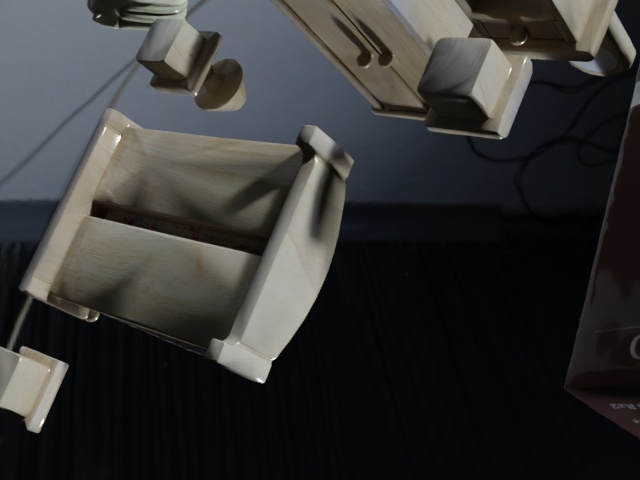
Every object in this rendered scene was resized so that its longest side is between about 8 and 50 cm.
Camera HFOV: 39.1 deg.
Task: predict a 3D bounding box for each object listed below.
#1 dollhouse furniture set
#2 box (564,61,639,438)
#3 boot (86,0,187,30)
[{"bbox_3d":[0.000,0.000,0.566,0.303,0.356,0.174,13,165,41],"label":"dollhouse furniture set"},{"bbox_3d":[0.300,-0.058,0.558,0.143,0.381,0.191,31,154,-26],"label":"box"},{"bbox_3d":[-0.216,-0.293,0.870,0.213,0.077,0.165,13,137,-15],"label":"boot"}]
